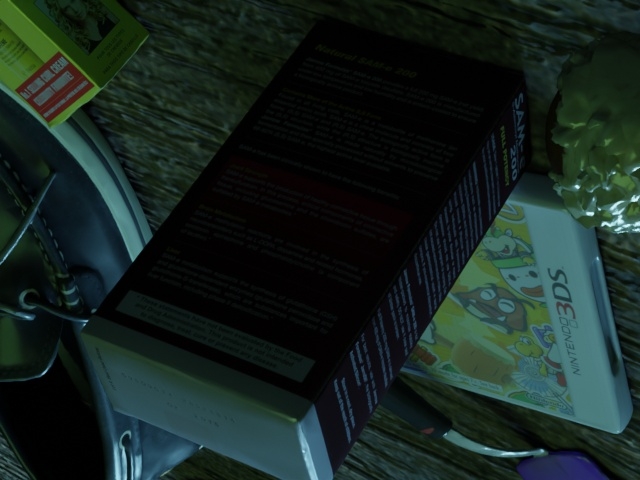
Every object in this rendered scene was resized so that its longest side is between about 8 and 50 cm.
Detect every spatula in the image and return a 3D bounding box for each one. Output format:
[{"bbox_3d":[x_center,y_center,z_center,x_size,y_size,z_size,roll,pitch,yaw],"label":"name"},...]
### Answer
[{"bbox_3d":[0.103,0.131,1.105,0.296,0.030,0.084,31,153,-20],"label":"spatula"}]

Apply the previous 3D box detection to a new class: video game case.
[{"bbox_3d":[0.073,0.023,1.017,0.227,0.026,0.206,15,143,32],"label":"video game case"}]

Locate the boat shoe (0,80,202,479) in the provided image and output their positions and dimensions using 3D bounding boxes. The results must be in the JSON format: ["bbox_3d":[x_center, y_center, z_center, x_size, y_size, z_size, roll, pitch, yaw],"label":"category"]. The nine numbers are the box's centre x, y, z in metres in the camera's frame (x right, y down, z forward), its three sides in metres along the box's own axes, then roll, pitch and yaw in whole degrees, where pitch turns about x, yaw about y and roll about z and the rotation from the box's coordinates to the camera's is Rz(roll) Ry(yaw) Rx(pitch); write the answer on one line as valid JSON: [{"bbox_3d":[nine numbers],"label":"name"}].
[{"bbox_3d":[-0.225,0.024,1.191,0.187,0.156,0.500,13,142,36],"label":"boat shoe"}]

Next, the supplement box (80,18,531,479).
[{"bbox_3d":[0.000,0.000,0.847,0.130,0.239,0.073,20,147,25],"label":"supplement box"}]

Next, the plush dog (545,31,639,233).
[{"bbox_3d":[0.245,0.014,0.709,0.225,0.211,0.262,50,-169,-45],"label":"plush dog"}]

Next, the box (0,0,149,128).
[{"bbox_3d":[-0.218,-0.176,0.997,0.232,0.058,0.087,44,148,-15],"label":"box"}]
